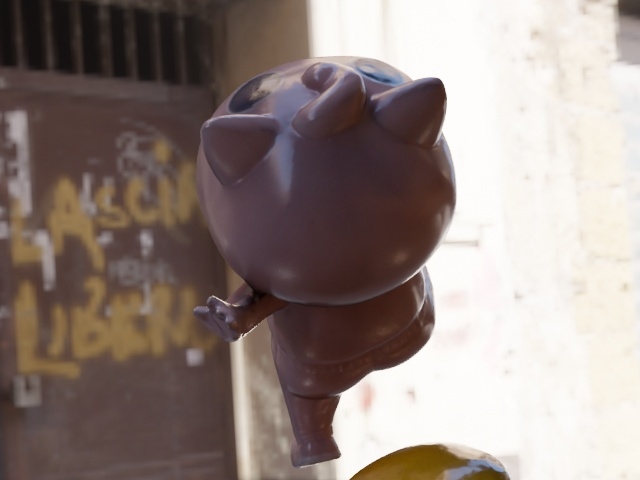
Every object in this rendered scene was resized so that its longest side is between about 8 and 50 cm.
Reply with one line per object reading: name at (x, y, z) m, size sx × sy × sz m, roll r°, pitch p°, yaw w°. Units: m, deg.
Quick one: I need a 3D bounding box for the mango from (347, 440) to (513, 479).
mango at (0.046, 0.195, 0.889) m, size 0.112 × 0.145 × 0.219 m, roll 17°, pitch -55°, yaw -21°

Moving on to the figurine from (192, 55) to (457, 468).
figurine at (0.000, 0.000, 0.975) m, size 0.176 × 0.186 × 0.287 m, roll -22°, pitch -43°, yaw -5°
